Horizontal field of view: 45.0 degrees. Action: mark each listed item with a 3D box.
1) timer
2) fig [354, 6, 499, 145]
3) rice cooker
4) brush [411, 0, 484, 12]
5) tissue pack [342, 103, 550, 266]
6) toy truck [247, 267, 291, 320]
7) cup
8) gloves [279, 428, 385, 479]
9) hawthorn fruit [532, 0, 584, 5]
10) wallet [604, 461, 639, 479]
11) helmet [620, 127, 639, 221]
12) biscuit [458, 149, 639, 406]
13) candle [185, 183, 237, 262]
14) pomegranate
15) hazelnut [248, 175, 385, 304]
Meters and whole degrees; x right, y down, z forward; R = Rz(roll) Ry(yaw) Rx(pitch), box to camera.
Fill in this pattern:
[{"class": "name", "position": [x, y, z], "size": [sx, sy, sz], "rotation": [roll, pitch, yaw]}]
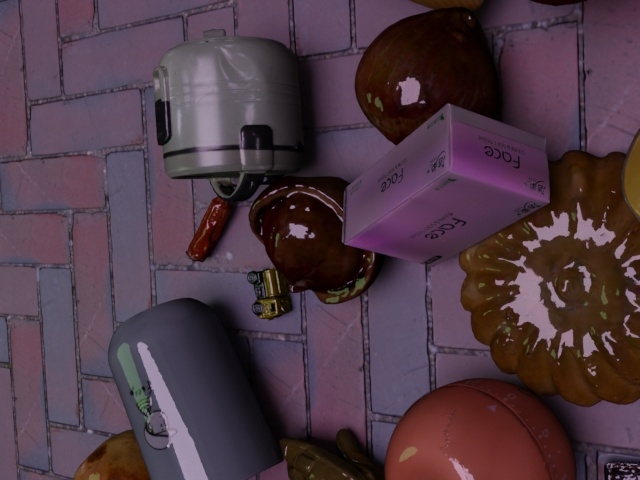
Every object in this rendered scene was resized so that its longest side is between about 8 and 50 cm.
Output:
[{"class": "timer", "position": [0.201, 0.290, 0.979], "size": [0.229, 0.215, 0.229], "rotation": [10, 104, 41]}, {"class": "fig", "position": [0.144, -0.209, 1.001], "size": [0.205, 0.205, 0.205], "rotation": [3, 96, 33]}, {"class": "rice cooker", "position": [-0.137, -0.180, 1.165], "size": [0.226, 0.226, 0.244], "rotation": [-3, 95, 33]}, {"class": "brush", "position": [0.127, -0.419, 0.981], "size": [0.267, 0.174, 0.166], "rotation": [42, 145, 11]}, {"class": "tissue pack", "position": [0.145, -0.057, 0.965], "size": [0.246, 0.148, 0.092], "rotation": [-37, 44, 57]}, {"class": "toy truck", "position": [-0.080, 0.087, 1.250], "size": [0.054, 0.049, 0.083], "rotation": [-11, 87, 32]}, {"class": "cup", "position": [-0.214, 0.264, 1.260], "size": [0.205, 0.205, 0.312], "rotation": [-34, 75, 30]}, {"class": "gloves", "position": [0.049, 0.404, 1.139], "size": [0.331, 0.141, 0.154], "rotation": [33, 112, 26]}, {"class": "hawthorn fruit", "position": [0.263, -0.373, 0.804], "size": [0.285, 0.369, 0.285], "rotation": [19, 139, 17]}, {"class": "wallet", "position": [0.461, 0.399, 0.916], "size": [0.221, 0.071, 0.262], "rotation": [-9, 81, 35]}, {"class": "helmet", "position": [0.445, -0.111, 0.797], "size": [0.257, 0.140, 0.205], "rotation": [-45, 71, 3]}, {"class": "biscuit", "position": [0.321, 0.048, 0.960], "size": [0.326, 0.107, 0.325], "rotation": [1, 91, 31]}, {"class": "candle", "position": [-0.176, -0.029, 1.302], "size": [0.162, 0.048, 0.053], "rotation": [-58, 22, 30]}, {"class": "pomegranate", "position": [-0.330, 0.442, 1.345], "size": [0.215, 0.215, 0.215], "rotation": [3, 96, 33]}, {"class": "hazelnut", "position": [0.002, -0.006, 1.116], "size": [0.202, 0.160, 0.170], "rotation": [44, 149, 24]}]
